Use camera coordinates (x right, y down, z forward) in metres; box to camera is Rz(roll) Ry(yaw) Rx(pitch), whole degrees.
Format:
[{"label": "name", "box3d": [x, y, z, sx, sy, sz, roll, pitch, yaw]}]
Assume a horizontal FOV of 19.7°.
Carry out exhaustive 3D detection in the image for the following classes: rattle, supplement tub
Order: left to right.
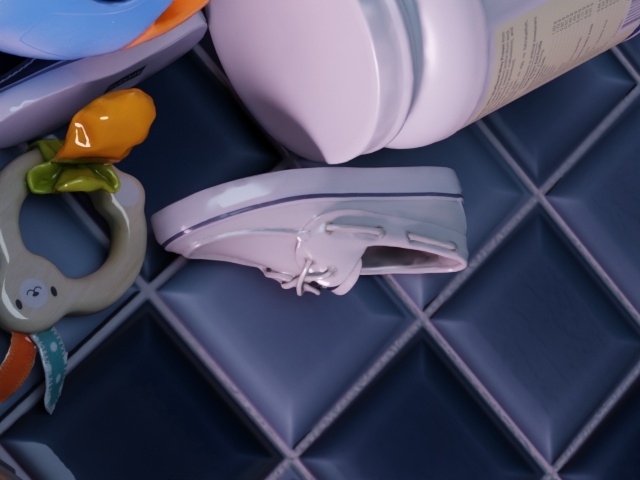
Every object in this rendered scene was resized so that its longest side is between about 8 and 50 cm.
[{"label": "rattle", "box3d": [-0.168, 0.014, 1.271, 0.130, 0.143, 0.199, 41, 53, -33]}, {"label": "supplement tub", "box3d": [0.096, -0.212, 1.417, 0.325, 0.235, 0.235, -29, 91, -32]}]

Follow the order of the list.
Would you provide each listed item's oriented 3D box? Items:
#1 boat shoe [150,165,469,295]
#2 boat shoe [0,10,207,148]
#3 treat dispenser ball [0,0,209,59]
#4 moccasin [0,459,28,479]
[{"label": "boat shoe", "box3d": [0.000, 0.000, 1.394, 0.268, 0.096, 0.088, -3, 73, -38]}, {"label": "boat shoe", "box3d": [-0.177, -0.140, 1.333, 0.228, 0.080, 0.076, -34, 84, -40]}, {"label": "treat dispenser ball", "box3d": [-0.171, -0.263, 1.205, 0.288, 0.288, 0.288, 8, 73, -27]}, {"label": "moccasin", "box3d": [-0.328, 0.167, 1.120, 0.380, 0.139, 0.147, 25, 43, -21]}]
